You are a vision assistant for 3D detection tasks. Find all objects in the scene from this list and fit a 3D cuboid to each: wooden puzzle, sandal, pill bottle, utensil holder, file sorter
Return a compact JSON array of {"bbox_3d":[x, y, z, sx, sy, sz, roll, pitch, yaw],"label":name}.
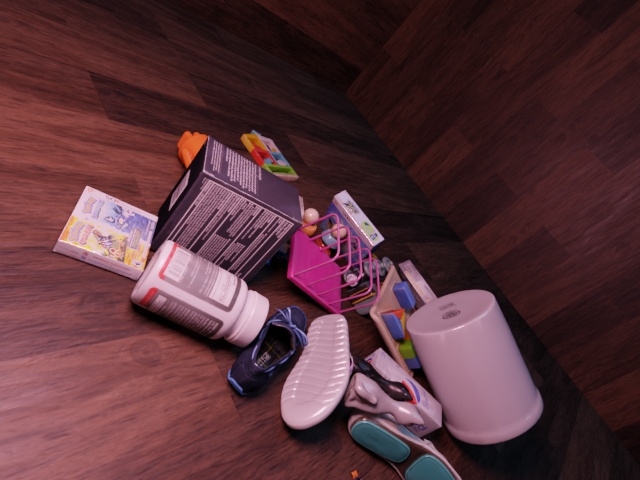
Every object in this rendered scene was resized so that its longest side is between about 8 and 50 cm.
[{"bbox_3d":[0.310,0.296,1.482,0.322,0.080,0.348,61,30,-16],"label":"wooden puzzle"},{"bbox_3d":[0.018,0.354,1.116,0.416,0.169,0.102,-63,138,-59],"label":"sandal"},{"bbox_3d":[-0.278,0.135,0.967,0.283,0.161,0.161,33,31,-22],"label":"pill bottle"},{"bbox_3d":[0.499,0.403,1.352,0.385,0.327,0.327,65,28,-7],"label":"utensil holder"},{"bbox_3d":[0.055,0.083,1.334,0.290,0.182,0.202,45,35,-40],"label":"file sorter"}]

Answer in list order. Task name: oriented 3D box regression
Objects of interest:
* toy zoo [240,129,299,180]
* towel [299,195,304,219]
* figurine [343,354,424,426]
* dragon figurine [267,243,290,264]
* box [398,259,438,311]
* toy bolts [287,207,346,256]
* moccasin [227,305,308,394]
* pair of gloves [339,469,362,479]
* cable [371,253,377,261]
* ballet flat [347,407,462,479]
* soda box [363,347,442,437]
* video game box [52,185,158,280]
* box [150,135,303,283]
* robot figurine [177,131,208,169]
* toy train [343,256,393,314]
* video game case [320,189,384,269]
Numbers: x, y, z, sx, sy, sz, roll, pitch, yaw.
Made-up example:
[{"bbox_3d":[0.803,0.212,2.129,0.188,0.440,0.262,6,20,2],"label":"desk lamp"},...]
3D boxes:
[{"bbox_3d":[-0.238,-0.387,1.834,0.293,0.030,0.192,54,30,17],"label":"toy zoo"},{"bbox_3d":[-0.151,-0.120,1.403,0.187,0.049,0.282,5,16,-4],"label":"towel"},{"bbox_3d":[0.171,0.419,1.114,0.209,0.092,0.215,24,4,-2],"label":"figurine"},{"bbox_3d":[-0.152,0.024,1.355,0.289,0.144,0.085,65,27,-5],"label":"dragon figurine"},{"bbox_3d":[0.397,0.221,1.657,0.183,0.056,0.231,76,-12,-52],"label":"box"},{"bbox_3d":[0.000,0.000,1.510,0.228,0.158,0.218,13,42,-45],"label":"toy bolts"},{"bbox_3d":[-0.102,0.271,1.066,0.138,0.117,0.342,43,29,-4],"label":"moccasin"},{"bbox_3d":[0.081,0.605,0.986,0.083,0.010,0.074,7,45,-53],"label":"pair of gloves"},{"bbox_3d":[0.176,0.022,1.856,0.139,0.072,0.287,12,24,-13],"label":"cable"},{"bbox_3d":[0.246,0.579,1.129,0.400,0.139,0.139,40,29,-4],"label":"ballet flat"},{"bbox_3d":[0.250,0.480,1.282,0.286,0.098,0.091,44,29,-4],"label":"soda box"},{"bbox_3d":[-0.507,-0.021,0.987,0.187,0.048,0.205,25,34,-29],"label":"video game box"},{"bbox_3d":[-0.256,-0.066,1.119,0.294,0.296,0.183,29,32,-30],"label":"box"},{"bbox_3d":[-0.393,-0.267,1.375,0.219,0.128,0.158,51,-11,10],"label":"robot figurine"},{"bbox_3d":[0.216,0.177,1.608,0.334,0.142,0.190,-3,68,-58],"label":"toy train"},{"bbox_3d":[0.116,-0.032,1.619,0.061,0.269,0.244,-31,76,-23],"label":"video game case"}]
